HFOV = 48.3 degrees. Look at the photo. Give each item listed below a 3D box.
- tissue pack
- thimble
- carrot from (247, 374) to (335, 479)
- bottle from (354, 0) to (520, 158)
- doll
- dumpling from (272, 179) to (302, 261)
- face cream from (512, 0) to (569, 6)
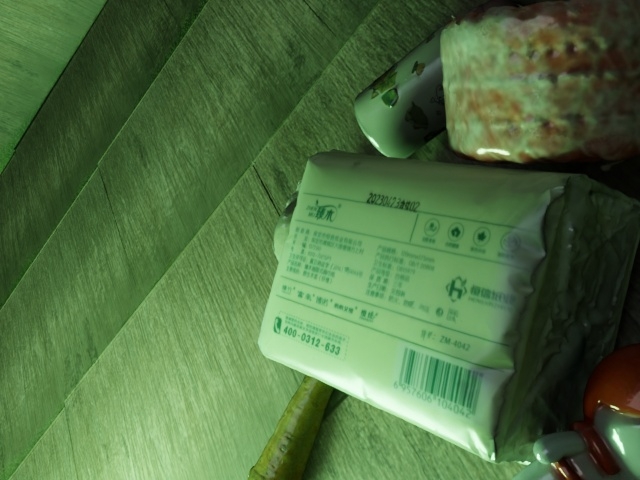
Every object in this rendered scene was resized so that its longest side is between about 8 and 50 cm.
[{"bbox_3d":[0.134,0.055,0.829,0.380,0.207,0.297,17,91,48],"label":"tissue pack"},{"bbox_3d":[0.251,-0.161,0.751,0.239,0.239,0.162,10,107,47],"label":"thimble"},{"bbox_3d":[-0.021,0.253,1.025,0.078,0.078,0.298,24,86,48],"label":"carrot"},{"bbox_3d":[0.172,-0.223,0.972,0.253,0.120,0.120,-35,52,29],"label":"bottle"},{"bbox_3d":[0.309,0.162,0.647,0.290,0.161,0.130,-39,23,4],"label":"doll"},{"bbox_3d":[0.000,0.000,1.066,0.136,0.118,0.199,3,98,48],"label":"dumpling"},{"bbox_3d":[0.366,-0.267,0.825,0.341,0.084,0.137,41,102,39],"label":"face cream"}]
